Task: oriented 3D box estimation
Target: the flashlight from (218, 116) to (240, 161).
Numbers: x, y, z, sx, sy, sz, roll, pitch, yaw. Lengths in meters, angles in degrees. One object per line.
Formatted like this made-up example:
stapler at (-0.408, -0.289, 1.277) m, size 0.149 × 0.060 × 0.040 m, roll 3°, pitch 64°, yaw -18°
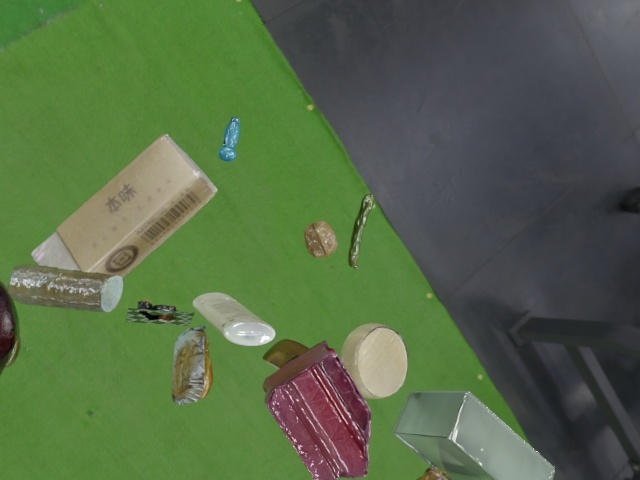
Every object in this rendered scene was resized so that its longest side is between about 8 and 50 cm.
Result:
flashlight at (-0.250, -0.281, 1.573) m, size 0.051 × 0.051 × 0.129 m, roll 16°, pitch 82°, yaw -20°

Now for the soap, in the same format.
soap at (0.010, 0.341, 1.073) m, size 0.162 × 0.099 × 0.250 m, roll -31°, pitch 100°, yaw -11°

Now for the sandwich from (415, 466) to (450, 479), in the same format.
sandwich at (0.219, 0.436, 0.743) m, size 0.099 × 0.301 × 0.271 m, roll -38°, pitch 64°, yaw -5°

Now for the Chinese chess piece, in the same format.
Chinese chess piece at (0.182, 0.402, 1.887) m, size 0.249 × 0.103 × 0.250 m, roll 7°, pitch 78°, yaw -37°

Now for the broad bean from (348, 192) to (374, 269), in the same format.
broad bean at (0.127, -0.030, 1.820) m, size 0.052 × 0.052 × 0.257 m, roll 8°, pitch 99°, yaw -30°

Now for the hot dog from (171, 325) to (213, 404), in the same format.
hot dog at (-0.405, 0.390, 1.772) m, size 0.162 × 0.271 × 0.081 m, roll -34°, pitch 132°, yaw 22°

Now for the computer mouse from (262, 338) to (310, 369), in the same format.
computer mouse at (-0.107, 0.424, 2.023) m, size 0.126 × 0.245 × 0.056 m, roll -40°, pitch 128°, yaw -28°

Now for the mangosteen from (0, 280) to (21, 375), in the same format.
mangosteen at (-0.744, 0.193, 1.133) m, size 0.293 × 0.297 × 0.297 m, roll 34°, pitch 80°, yaw -40°

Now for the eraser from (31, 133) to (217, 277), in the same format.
eraser at (-0.368, -0.036, 1.056) m, size 0.343 × 0.078 × 0.144 m, roll -43°, pitch 63°, yaw -4°

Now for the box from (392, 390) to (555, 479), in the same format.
box at (0.243, 0.335, 0.895) m, size 0.225 × 0.129 × 0.086 m, roll 42°, pitch 59°, yaw -17°

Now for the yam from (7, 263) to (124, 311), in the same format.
yam at (-0.322, 0.061, 0.717) m, size 0.132 × 0.054 × 0.054 m, roll 5°, pitch 90°, yaw 7°

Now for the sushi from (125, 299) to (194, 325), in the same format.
sushi at (-0.313, 0.139, 1.106) m, size 0.125 × 0.120 × 0.026 m, roll 7°, pitch 67°, yaw -18°

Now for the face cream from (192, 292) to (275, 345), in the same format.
face cream at (-0.292, 0.245, 1.818) m, size 0.173 × 0.348 × 0.081 m, roll 10°, pitch 95°, yaw -32°

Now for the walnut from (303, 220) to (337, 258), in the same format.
walnut at (0.000, 0.000, 1.408) m, size 0.078 × 0.082 × 0.096 m, roll -22°, pitch 98°, yaw -2°
